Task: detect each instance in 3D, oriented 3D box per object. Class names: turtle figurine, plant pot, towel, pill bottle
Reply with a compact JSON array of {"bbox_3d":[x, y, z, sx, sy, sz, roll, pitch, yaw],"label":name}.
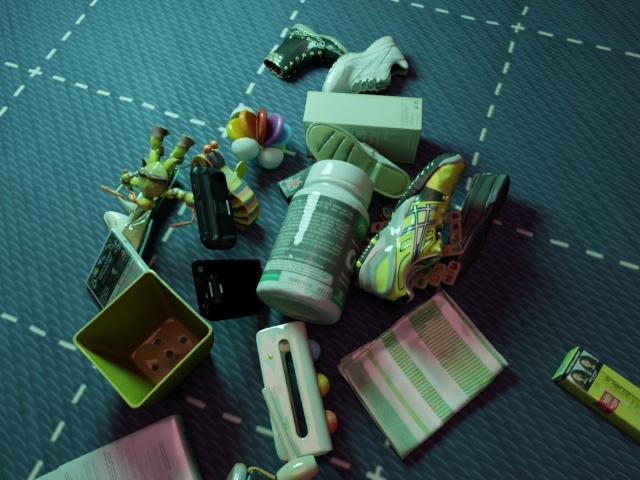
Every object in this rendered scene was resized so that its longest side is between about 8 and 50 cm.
[{"bbox_3d":[-0.401,-0.162,1.175,0.269,0.087,0.217,19,88,16],"label":"turtle figurine"},{"bbox_3d":[-0.362,0.233,1.091,0.212,0.187,0.212,38,72,18],"label":"plant pot"},{"bbox_3d":[0.234,0.290,1.128,0.324,0.038,0.248,-34,69,-13],"label":"towel"},{"bbox_3d":[0.000,0.000,1.179,0.204,0.204,0.361,15,67,9],"label":"pill bottle"}]

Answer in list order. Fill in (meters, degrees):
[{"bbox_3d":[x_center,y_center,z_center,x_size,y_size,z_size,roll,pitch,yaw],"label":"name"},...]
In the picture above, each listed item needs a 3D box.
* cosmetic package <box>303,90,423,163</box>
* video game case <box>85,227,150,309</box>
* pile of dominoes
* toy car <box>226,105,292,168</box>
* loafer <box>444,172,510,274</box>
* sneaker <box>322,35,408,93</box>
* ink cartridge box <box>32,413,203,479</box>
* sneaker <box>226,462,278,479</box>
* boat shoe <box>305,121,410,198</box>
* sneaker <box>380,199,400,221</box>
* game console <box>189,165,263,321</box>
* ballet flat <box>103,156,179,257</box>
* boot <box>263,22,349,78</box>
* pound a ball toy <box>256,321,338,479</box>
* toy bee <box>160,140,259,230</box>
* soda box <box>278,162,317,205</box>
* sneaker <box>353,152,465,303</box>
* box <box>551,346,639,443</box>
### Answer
[{"bbox_3d":[0.114,-0.307,1.346,0.309,0.160,0.113,6,64,4],"label":"cosmetic package"},{"bbox_3d":[-0.487,0.096,1.186,0.173,0.022,0.190,46,117,19],"label":"video game case"},{"bbox_3d":[0.218,0.024,1.200,0.251,0.040,0.196,-8,63,24],"label":"pile of dominoes"},{"bbox_3d":[-0.157,-0.297,1.340,0.182,0.136,0.159,14,56,-38],"label":"toy car"},{"bbox_3d":[0.383,-0.049,1.255,0.095,0.109,0.303,21,69,34],"label":"loafer"},{"bbox_3d":[0.137,-0.499,1.466,0.297,0.111,0.129,-34,74,-12],"label":"sneaker"},{"bbox_3d":[-0.392,0.577,0.995,0.330,0.071,0.324,-23,68,-7],"label":"ink cartridge box"},{"bbox_3d":[-0.122,0.594,0.907,0.180,0.125,0.321,22,50,-8],"label":"sneaker"},{"bbox_3d":[0.092,-0.206,1.293,0.302,0.103,0.113,33,100,-6],"label":"boat shoe"},{"bbox_3d":[0.239,-0.096,1.287,0.170,0.075,0.063,-16,65,-5],"label":"sneaker"},{"bbox_3d":[-0.224,0.002,1.143,0.044,0.213,0.361,-15,81,26],"label":"game console"},{"bbox_3d":[-0.479,-0.077,1.269,0.124,0.116,0.342,26,63,-23],"label":"ballet flat"},{"bbox_3d":[-0.042,-0.556,1.511,0.236,0.085,0.178,35,74,20],"label":"boot"},{"bbox_3d":[-0.042,0.331,1.023,0.135,0.208,0.319,-13,64,-4],"label":"pound a ball toy"},{"bbox_3d":[-0.275,-0.160,1.245,0.298,0.162,0.195,23,47,-14],"label":"toy bee"},{"bbox_3d":[-0.027,-0.162,1.339,0.169,0.053,0.060,-29,67,-11],"label":"soda box"},{"bbox_3d":[0.237,-0.026,1.144,0.147,0.145,0.385,33,89,21],"label":"sneaker"},{"bbox_3d":[0.640,0.343,1.076,0.232,0.058,0.087,38,70,17],"label":"box"}]
